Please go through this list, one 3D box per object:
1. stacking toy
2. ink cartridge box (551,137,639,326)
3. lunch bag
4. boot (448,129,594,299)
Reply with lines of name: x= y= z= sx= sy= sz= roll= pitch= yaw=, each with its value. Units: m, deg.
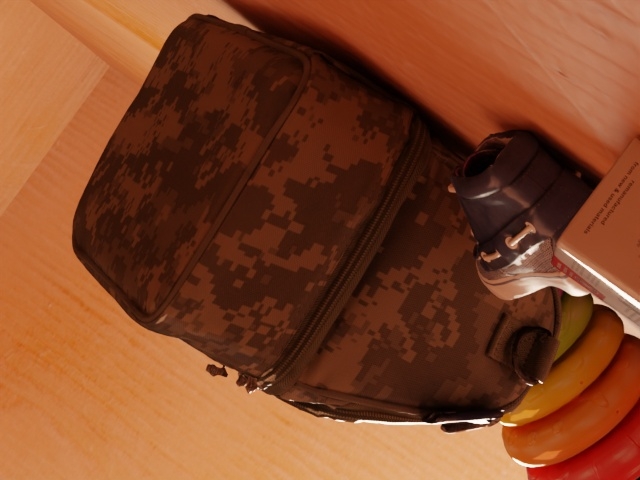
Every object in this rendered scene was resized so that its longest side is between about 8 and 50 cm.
stacking toy: x=0.170 y=0.078 z=1.272 sx=0.302 sy=0.175 sz=0.166 roll=50 pitch=-179 yaw=-12
ink cartridge box: x=0.169 y=0.023 z=0.678 sx=0.135 sy=0.056 sz=0.099 roll=36 pitch=179 yaw=9
lunch bag: x=0.000 y=0.000 z=1.086 sx=0.256 sy=0.212 sz=0.305 roll=28 pitch=-179 yaw=-24
boot: x=0.105 y=-0.019 z=0.866 sx=0.086 sy=0.069 sz=0.190 roll=43 pitch=170 yaw=-7
